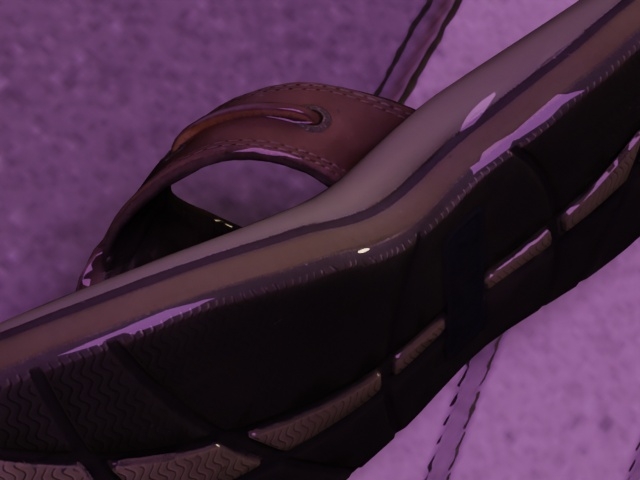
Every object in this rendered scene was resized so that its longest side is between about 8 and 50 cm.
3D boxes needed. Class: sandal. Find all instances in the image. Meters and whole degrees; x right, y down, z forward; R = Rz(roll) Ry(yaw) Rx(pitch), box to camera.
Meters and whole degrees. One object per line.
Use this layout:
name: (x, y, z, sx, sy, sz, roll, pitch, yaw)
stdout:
sandal: (0.001, 0.000, 0.522, 0.303, 0.120, 0.086, -32, 56, -29)
